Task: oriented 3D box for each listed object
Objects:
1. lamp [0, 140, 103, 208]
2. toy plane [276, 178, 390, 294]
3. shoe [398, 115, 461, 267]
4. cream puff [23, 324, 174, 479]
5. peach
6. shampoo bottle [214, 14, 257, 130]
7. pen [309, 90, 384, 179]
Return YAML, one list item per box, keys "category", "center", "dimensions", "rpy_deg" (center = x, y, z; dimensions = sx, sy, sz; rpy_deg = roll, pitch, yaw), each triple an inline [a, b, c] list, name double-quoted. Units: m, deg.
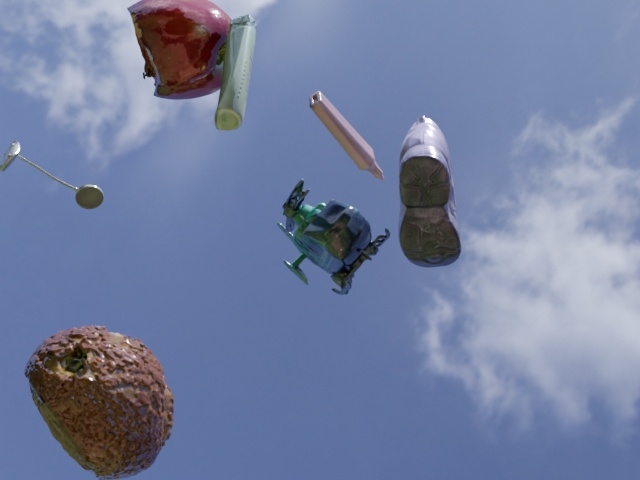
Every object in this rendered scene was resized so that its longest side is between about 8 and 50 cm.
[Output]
- category: "lamp"
  center: [-0.459, -0.101, 1.597]
  dimensions: [0.050, 0.056, 0.198]
  rpy_deg: [-43, -51, 19]
- category: "toy plane"
  center: [0.000, 0.000, 0.833]
  dimensions: [0.096, 0.060, 0.235]
  rpy_deg: [37, -11, 1]
- category: "shoe"
  center: [0.167, -0.070, 1.429]
  dimensions: [0.095, 0.137, 0.245]
  rpy_deg: [-2, -46, 12]
- category: "cream puff"
  center: [-0.374, 0.273, 1.634]
  dimensions: [0.303, 0.212, 0.303]
  rpy_deg: [51, -13, 16]
- category: "peach"
  center: [-0.262, -0.347, 1.651]
  dimensions: [0.226, 0.190, 0.196]
  rpy_deg: [16, -91, 23]
- category: "shampoo bottle"
  center: [-0.137, -0.275, 1.508]
  dimensions: [0.049, 0.212, 0.072]
  rpy_deg: [6, -34, -2]
- category: "pen"
  center: [0.048, -0.164, 1.520]
  dimensions: [0.032, 0.053, 0.197]
  rpy_deg: [-33, -58, 18]
